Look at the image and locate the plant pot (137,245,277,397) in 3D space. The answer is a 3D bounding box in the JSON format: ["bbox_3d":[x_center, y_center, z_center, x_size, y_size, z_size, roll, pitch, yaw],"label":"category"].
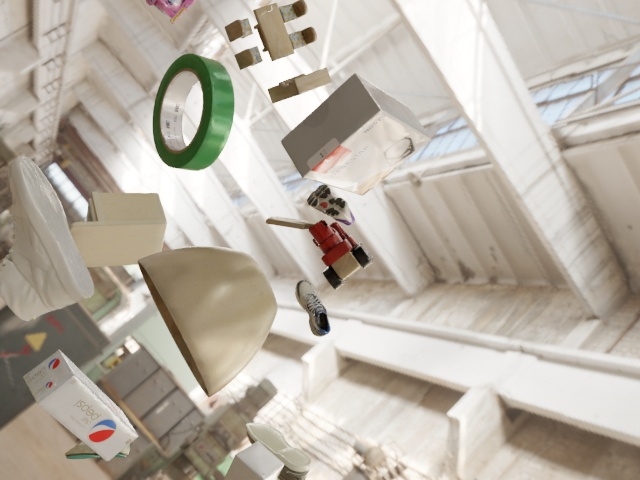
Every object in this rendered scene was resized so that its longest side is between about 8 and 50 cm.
[{"bbox_3d":[-0.193,0.123,1.254,0.284,0.190,0.284,53,-20,29],"label":"plant pot"}]

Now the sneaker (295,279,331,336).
[{"bbox_3d":[-0.009,0.147,1.453,0.135,0.052,0.058,65,-20,-5],"label":"sneaker"}]

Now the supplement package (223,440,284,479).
[{"bbox_3d":[-0.195,0.657,1.797,0.105,0.105,0.179,35,-68,23],"label":"supplement package"}]

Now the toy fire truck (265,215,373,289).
[{"bbox_3d":[0.000,0.000,1.707,0.246,0.158,0.217,53,5,1],"label":"toy fire truck"}]

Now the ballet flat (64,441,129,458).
[{"bbox_3d":[-0.536,0.500,1.609,0.057,0.168,0.052,63,24,-61],"label":"ballet flat"}]

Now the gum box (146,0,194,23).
[{"bbox_3d":[-0.244,-0.458,1.148,0.062,0.107,0.188,35,22,-33],"label":"gum box"}]

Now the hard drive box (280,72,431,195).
[{"bbox_3d":[0.069,-0.182,1.206,0.232,0.181,0.089,8,47,-58],"label":"hard drive box"}]

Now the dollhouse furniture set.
[{"bbox_3d":[-0.093,-0.501,1.748,0.161,0.212,0.242,3,-63,58],"label":"dollhouse furniture set"}]

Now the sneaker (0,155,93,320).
[{"bbox_3d":[-0.558,0.003,1.239,0.108,0.169,0.293,6,60,-80],"label":"sneaker"}]

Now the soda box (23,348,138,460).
[{"bbox_3d":[-0.390,0.276,1.096,0.074,0.069,0.216,37,-20,40],"label":"soda box"}]

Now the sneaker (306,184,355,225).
[{"bbox_3d":[0.025,-0.080,1.633,0.071,0.068,0.170,47,-2,-40],"label":"sneaker"}]

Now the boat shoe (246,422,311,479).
[{"bbox_3d":[-0.140,0.648,2.019,0.305,0.109,0.091,21,-75,51],"label":"boat shoe"}]

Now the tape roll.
[{"bbox_3d":[-0.364,-0.358,1.878,0.321,0.077,0.322,-4,-96,47],"label":"tape roll"}]

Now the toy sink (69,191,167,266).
[{"bbox_3d":[-0.530,-0.031,1.703,0.131,0.234,0.153,63,-35,37],"label":"toy sink"}]
